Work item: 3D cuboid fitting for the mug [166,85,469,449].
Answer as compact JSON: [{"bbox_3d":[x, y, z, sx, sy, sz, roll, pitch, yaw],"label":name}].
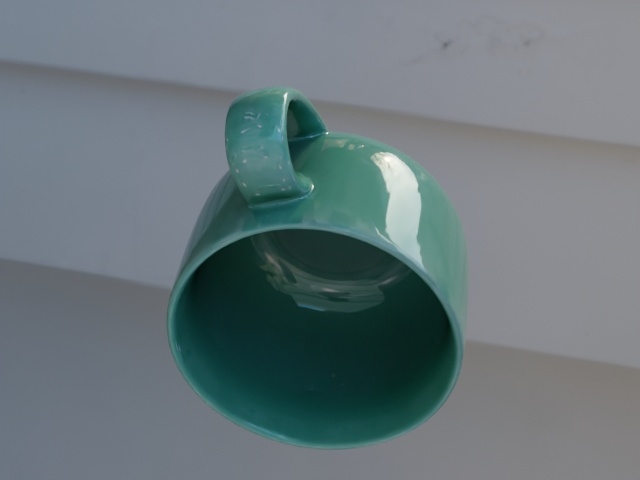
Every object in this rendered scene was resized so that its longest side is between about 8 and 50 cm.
[{"bbox_3d":[0.007,0.006,0.498,0.097,0.129,0.158,-77,-172,-52],"label":"mug"}]
